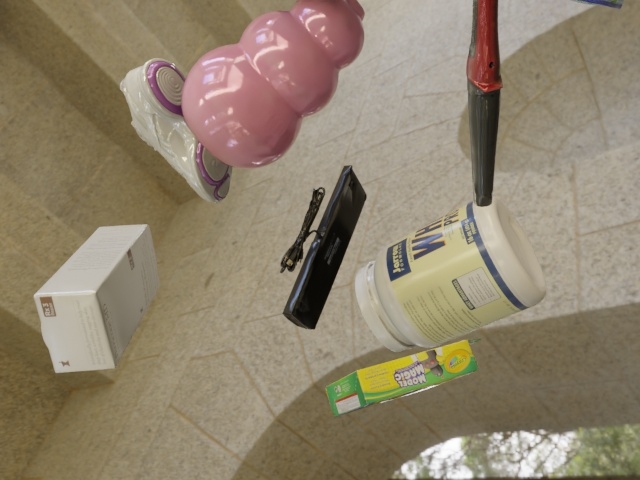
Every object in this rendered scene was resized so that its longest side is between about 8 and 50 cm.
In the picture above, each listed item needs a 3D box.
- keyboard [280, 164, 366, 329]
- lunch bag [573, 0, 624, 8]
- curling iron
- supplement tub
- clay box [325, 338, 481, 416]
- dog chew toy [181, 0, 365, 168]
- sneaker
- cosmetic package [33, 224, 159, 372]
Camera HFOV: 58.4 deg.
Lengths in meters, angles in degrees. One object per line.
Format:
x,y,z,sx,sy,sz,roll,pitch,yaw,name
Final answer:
0.000,0.000,1.071,0.317,0.033,0.201,-68,-29,-19,keyboard
0.368,-0.386,0.765,0.151,0.096,0.129,-21,-49,-47,lunch bag
0.155,-0.146,0.492,0.035,0.068,0.274,-62,-24,-52,curling iron
0.258,0.077,1.168,0.235,0.325,0.235,41,-147,-34,supplement tub
0.133,0.204,0.859,0.222,0.127,0.053,-9,-110,-24,clay box
-0.066,-0.272,0.937,0.206,0.332,0.206,48,-170,-12,dog chew toy
-0.280,-0.209,1.136,0.114,0.152,0.305,-51,-54,-39,sneaker
-0.300,0.070,0.803,0.231,0.085,0.117,-94,0,-66,cosmetic package
